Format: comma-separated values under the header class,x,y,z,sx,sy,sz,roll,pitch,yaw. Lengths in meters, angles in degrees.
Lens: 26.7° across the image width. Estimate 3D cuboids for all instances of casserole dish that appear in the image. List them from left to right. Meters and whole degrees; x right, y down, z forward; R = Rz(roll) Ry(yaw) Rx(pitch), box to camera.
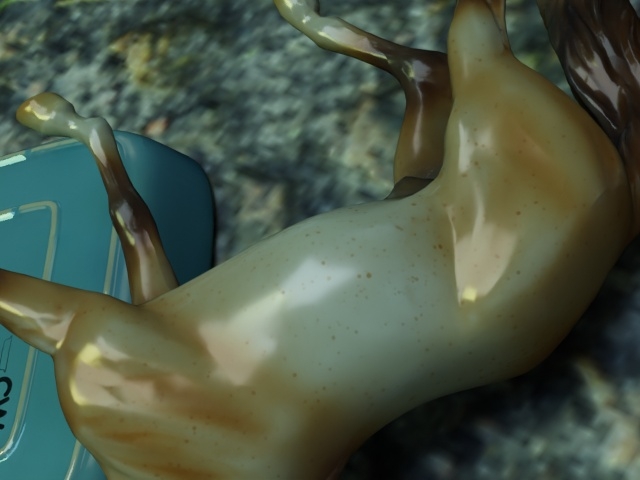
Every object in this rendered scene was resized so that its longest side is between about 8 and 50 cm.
class,x,y,z,sx,sy,sz,roll,pitch,yaw
casserole dish,-0.094,0.036,0.425,0.114,0.037,0.188,-12,54,22

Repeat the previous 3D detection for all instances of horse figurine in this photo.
class,x,y,z,sx,sy,sz,roll,pitch,yaw
horse figurine,0.000,0.000,0.360,0.263,0.066,0.174,-30,68,-10
